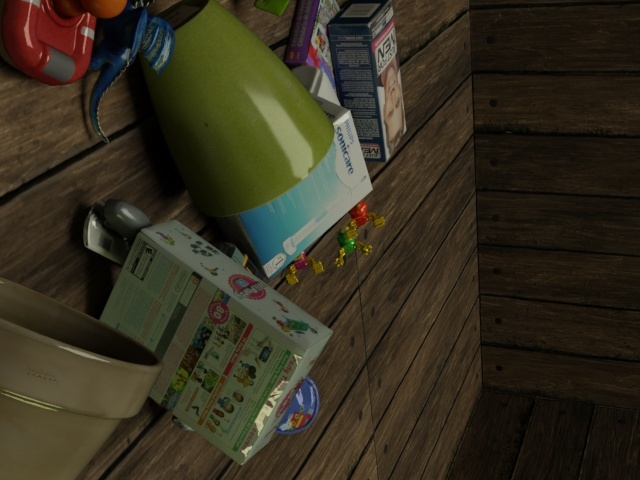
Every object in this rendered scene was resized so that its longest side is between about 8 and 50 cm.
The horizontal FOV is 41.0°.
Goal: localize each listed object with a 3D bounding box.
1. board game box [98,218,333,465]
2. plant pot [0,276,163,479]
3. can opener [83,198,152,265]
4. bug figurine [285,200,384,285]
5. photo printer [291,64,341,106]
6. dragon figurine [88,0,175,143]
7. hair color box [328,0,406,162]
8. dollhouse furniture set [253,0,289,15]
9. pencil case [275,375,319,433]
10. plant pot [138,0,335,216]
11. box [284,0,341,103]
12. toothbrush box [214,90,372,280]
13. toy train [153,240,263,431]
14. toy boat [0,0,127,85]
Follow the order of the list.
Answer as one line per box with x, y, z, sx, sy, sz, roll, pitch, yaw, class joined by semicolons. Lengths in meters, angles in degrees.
-0.168;0.146;1.264;0.224;0.303;0.097;-61;165;22;board game box
-0.373;0.197;0.929;0.280;0.323;0.323;-66;155;-5;plant pot
-0.279;0.013;1.348;0.280;0.093;0.074;48;50;-66;can opener
0.000;0.000;1.879;0.216;0.279;0.072;79;-12;-63;bug figurine
-0.016;-0.190;1.890;0.307;0.107;0.256;61;40;-52;photo printer
-0.270;-0.288;1.232;0.085;0.144;0.289;20;76;-66;dragon figurine
0.117;-0.376;2.024;0.174;0.105;0.347;-57;145;-48;hair color box
-0.081;-0.600;1.661;0.197;0.151;0.301;-54;-165;36;dollhouse furniture set
-0.094;0.271;1.626;0.306;0.133;0.119;-166;-95;-76;pencil case
-0.165;-0.237;1.395;0.293;0.275;0.274;57;41;-32;plant pot
0.015;-0.428;1.981;0.293;0.057;0.200;44;54;-62;box
-0.059;-0.106;1.636;0.295;0.126;0.216;-41;139;-19;toothbrush box
-0.200;0.161;1.510;0.190;0.142;0.333;54;46;-40;toy train
-0.317;-0.318;1.107;0.151;0.151;0.230;19;77;-67;toy boat
